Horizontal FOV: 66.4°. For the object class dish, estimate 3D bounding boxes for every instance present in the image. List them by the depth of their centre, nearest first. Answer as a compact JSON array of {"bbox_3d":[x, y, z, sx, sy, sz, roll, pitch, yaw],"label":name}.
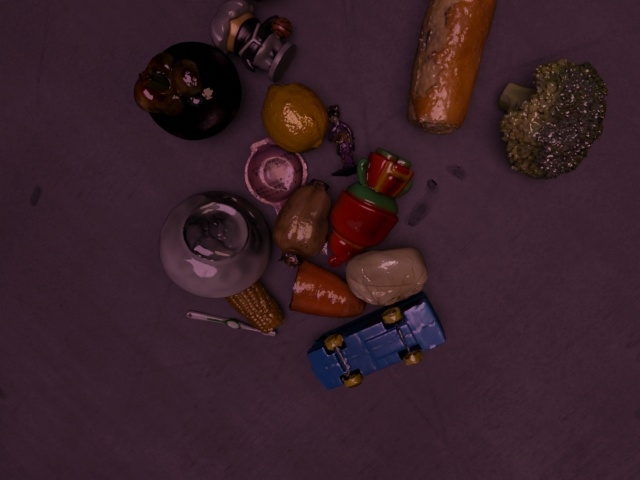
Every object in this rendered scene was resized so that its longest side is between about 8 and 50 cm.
[{"bbox_3d":[-0.290,-0.010,1.368,0.324,0.124,0.324,5,68,-12],"label":"dish"}]

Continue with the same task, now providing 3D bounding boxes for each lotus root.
[{"bbox_3d":[-0.045,-0.045,1.369,0.154,0.140,0.256,25,86,-16],"label":"lotus root"}]

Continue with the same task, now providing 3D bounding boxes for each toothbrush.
[{"bbox_3d":[-0.282,0.261,1.540,0.304,0.030,0.030,10,100,8],"label":"toothbrush"}]

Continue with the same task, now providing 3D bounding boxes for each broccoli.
[{"bbox_3d":[0.564,-0.297,1.204,0.260,0.235,0.288,32,107,5],"label":"broccoli"}]

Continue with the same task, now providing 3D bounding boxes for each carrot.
[{"bbox_3d":[0.025,0.153,1.413,0.225,0.159,0.159,16,101,3],"label":"carrot"}]

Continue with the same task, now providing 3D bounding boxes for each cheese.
[{"bbox_3d":[-0.112,-0.158,1.416,0.189,0.074,0.286,-29,105,-8],"label":"cheese"}]

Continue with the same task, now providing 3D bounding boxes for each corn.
[{"bbox_3d":[-0.250,0.129,1.472,0.120,0.120,0.363,-43,92,13],"label":"corn"}]

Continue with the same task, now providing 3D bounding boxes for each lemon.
[{"bbox_3d":[-0.068,-0.336,1.342,0.193,0.180,0.180,25,102,8],"label":"lemon"}]

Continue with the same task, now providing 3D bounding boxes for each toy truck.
[{"bbox_3d":[0.157,0.290,1.401,0.385,0.162,0.161,-27,93,14],"label":"toy truck"}]

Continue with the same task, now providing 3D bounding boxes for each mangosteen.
[{"bbox_3d":[-0.365,-0.406,1.313,0.275,0.302,0.275,3,96,26],"label":"mangosteen"}]

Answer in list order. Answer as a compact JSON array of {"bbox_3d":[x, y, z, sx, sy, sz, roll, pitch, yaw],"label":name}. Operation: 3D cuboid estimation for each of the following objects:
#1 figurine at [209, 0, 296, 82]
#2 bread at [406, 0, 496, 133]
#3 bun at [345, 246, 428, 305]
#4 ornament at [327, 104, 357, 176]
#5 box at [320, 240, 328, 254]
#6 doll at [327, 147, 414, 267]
[{"bbox_3d":[-0.188,-0.564,1.350,0.236,0.133,0.176,32,93,1],"label":"figurine"},{"bbox_3d":[0.319,-0.462,1.222,0.165,0.236,0.375,14,101,10],"label":"bread"},{"bbox_3d":[0.186,0.103,1.348,0.229,0.229,0.145,-9,77,11],"label":"bun"},{"bbox_3d":[0.054,-0.280,1.385,0.081,0.088,0.203,-26,80,36],"label":"ornament"},{"bbox_3d":[0.000,0.000,1.460,0.046,0.012,0.083,2,97,8],"label":"box"},{"bbox_3d":[0.123,-0.071,1.344,0.183,0.160,0.363,18,114,-34],"label":"doll"}]
